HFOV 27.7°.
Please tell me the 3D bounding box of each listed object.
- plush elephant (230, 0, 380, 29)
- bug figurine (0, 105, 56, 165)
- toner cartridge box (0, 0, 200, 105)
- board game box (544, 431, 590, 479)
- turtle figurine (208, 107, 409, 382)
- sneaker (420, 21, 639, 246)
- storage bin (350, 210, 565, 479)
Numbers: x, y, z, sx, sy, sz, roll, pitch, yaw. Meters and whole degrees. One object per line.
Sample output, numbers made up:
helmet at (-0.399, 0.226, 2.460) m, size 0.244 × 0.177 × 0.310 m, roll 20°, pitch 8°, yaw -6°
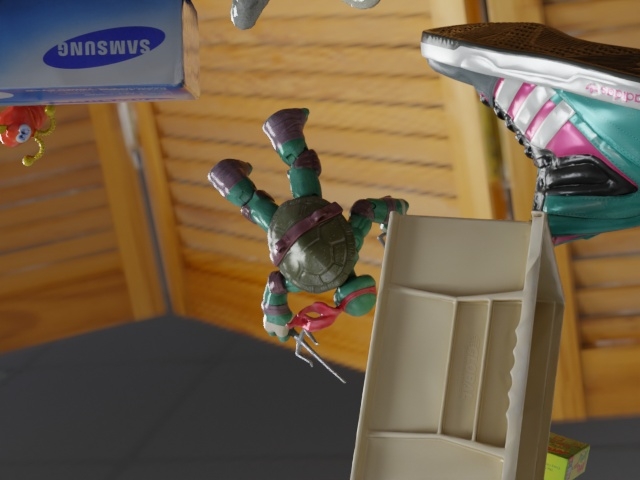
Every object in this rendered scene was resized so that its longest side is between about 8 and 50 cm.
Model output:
plush elephant at (-0.051, -0.375, 1.562) m, size 0.272 × 0.255 × 0.330 m, roll 31°, pitch -116°, yaw 23°
bug figurine at (-0.238, -0.213, 1.231) m, size 0.072 × 0.279 × 0.216 m, roll 25°, pitch -155°, yaw -8°
toner cartridge box at (-0.267, -0.138, 0.949) m, size 0.348 × 0.075 × 0.165 m, roll -2°, pitch -177°, yaw -1°
board game box at (0.285, 0.296, 1.872) m, size 0.181 × 0.043 × 0.092 m, roll 15°, pitch -167°, yaw 29°
turtle figurine at (0.000, 0.000, 1.184) m, size 0.175 × 0.234 × 0.118 m, roll -33°, pitch 161°, yaw -1°
sneaker at (0.198, -0.084, 1.114) m, size 0.124 × 0.178 × 0.295 m, roll -15°, pitch -154°, yaw -35°
storage bin at (0.121, 0.134, 1.072) m, size 0.123 × 0.260 × 0.262 m, roll 5°, pitch 165°, yaw 15°
